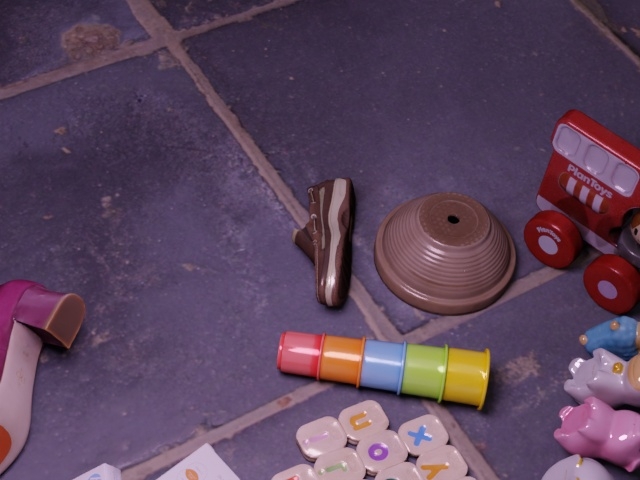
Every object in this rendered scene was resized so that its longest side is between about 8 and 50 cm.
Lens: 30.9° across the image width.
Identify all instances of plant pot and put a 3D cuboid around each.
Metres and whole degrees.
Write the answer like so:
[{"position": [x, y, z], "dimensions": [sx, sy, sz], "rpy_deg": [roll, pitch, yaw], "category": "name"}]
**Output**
[{"position": [0.210, -0.003, 1.902], "dimensions": [0.238, 0.109, 0.237], "rpy_deg": [3, 50, -4], "category": "plant pot"}]

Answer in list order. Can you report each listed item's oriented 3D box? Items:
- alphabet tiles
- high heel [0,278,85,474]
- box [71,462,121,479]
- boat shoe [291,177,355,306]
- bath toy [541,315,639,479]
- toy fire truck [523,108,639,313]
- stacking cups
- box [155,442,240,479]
[{"position": [0.083, 0.363, 1.654], "dimensions": [0.278, 0.021, 0.284], "rpy_deg": [-19, 56, -20], "category": "alphabet tiles"}, {"position": [-0.499, 0.221, 1.687], "dimensions": [0.181, 0.127, 0.377], "rpy_deg": [5, 49, 36], "category": "high heel"}, {"position": [-0.336, 0.396, 1.514], "dimensions": [0.186, 0.038, 0.145], "rpy_deg": [-28, 52, 17], "category": "box"}, {"position": [0.001, 0.006, 1.898], "dimensions": [0.095, 0.095, 0.257], "rpy_deg": [-2, 44, 10], "category": "boat shoe"}, {"position": [0.430, 0.276, 1.698], "dimensions": [0.129, 0.151, 0.348], "rpy_deg": [42, 51, -18], "category": "bath toy"}, {"position": [0.483, -0.046, 1.869], "dimensions": [0.302, 0.253, 0.169], "rpy_deg": [38, 58, 23], "category": "toy fire truck"}, {"position": [0.095, 0.182, 1.754], "dimensions": [0.316, 0.096, 0.096], "rpy_deg": [10, 51, 3], "category": "stacking cups"}, {"position": [-0.178, 0.385, 1.567], "dimensions": [0.170, 0.091, 0.130], "rpy_deg": [-33, 61, -27], "category": "box"}]
